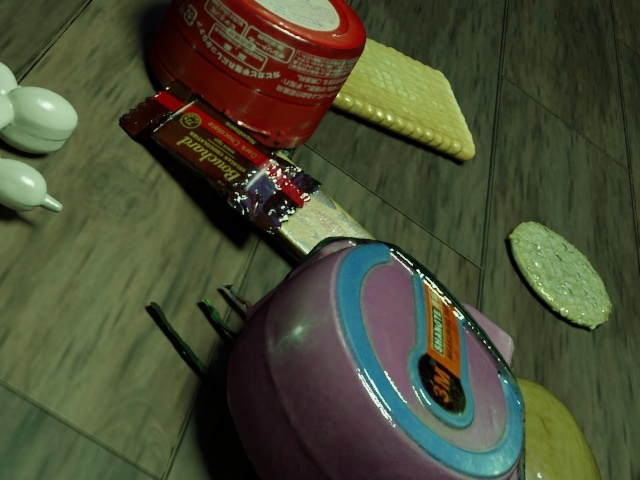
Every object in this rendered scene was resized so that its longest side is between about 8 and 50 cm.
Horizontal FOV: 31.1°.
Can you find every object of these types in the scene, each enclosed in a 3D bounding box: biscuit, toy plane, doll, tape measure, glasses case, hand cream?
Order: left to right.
[{"bbox_3d":[-0.254,-0.082,0.872,0.160,0.059,0.161,-4,54,-49],"label":"doll"},{"bbox_3d":[-0.061,-0.194,1.132,0.193,0.125,0.193,26,30,-17],"label":"hand cream"},{"bbox_3d":[-0.043,-0.080,1.128,0.084,0.024,0.078,39,14,-5],"label":"toy plane"},{"bbox_3d":[0.000,0.000,1.055,0.170,0.041,0.064,42,62,2],"label":"glasses case"},{"bbox_3d":[0.071,-0.182,1.362,0.250,0.030,0.160,18,40,-33],"label":"biscuit"},{"bbox_3d":[0.050,0.124,0.860,0.245,0.149,0.231,39,32,-21],"label":"tape measure"},{"bbox_3d":[0.277,0.039,1.332,0.152,0.020,0.152,29,35,-23],"label":"biscuit"}]

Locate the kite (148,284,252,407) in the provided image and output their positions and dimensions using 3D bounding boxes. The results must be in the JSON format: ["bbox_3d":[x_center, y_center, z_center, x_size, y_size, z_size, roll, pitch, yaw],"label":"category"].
[{"bbox_3d":[-0.019,0.145,0.895,0.285,0.015,0.152,50,33,12],"label":"kite"}]

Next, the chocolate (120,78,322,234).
[{"bbox_3d":[-0.091,-0.076,1.030,0.182,0.028,0.086,34,57,16],"label":"chocolate"}]

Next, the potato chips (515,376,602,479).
[{"bbox_3d":[0.193,0.194,1.023,0.195,0.062,0.208,52,31,11],"label":"potato chips"}]
